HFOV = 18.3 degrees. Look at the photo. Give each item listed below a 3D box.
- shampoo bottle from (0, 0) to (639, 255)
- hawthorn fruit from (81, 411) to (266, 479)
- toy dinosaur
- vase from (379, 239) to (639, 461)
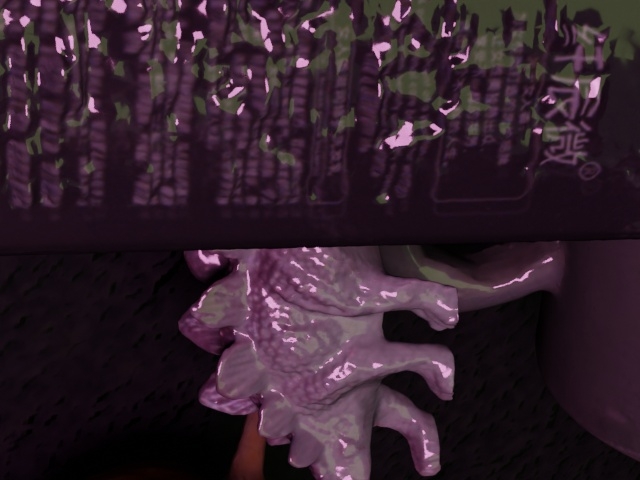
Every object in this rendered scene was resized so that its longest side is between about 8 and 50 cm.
[{"bbox_3d":[0.010,-0.048,0.491,0.310,0.071,0.098,-1,121,-8],"label":"shampoo bottle"},{"bbox_3d":[-0.042,0.133,0.617,0.189,0.149,0.149,-46,137,9],"label":"hawthorn fruit"},{"bbox_3d":[0.001,0.000,0.576,0.082,0.039,0.208,-2,101,-15],"label":"toy dinosaur"},{"bbox_3d":[0.132,-0.069,0.603,0.251,0.156,0.300,-5,123,-2],"label":"vase"}]
